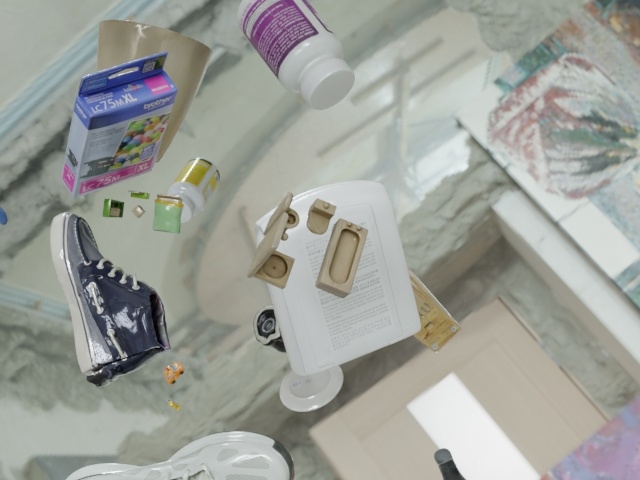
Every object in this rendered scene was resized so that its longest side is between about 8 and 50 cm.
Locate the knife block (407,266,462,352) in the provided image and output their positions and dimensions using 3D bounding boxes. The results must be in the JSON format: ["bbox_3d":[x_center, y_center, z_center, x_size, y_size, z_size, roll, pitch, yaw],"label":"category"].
[{"bbox_3d":[0.198,0.117,2.133,0.276,0.242,0.088,39,-76,-25],"label":"knife block"}]

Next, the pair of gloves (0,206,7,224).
[{"bbox_3d":[-0.762,-0.090,1.879,0.023,0.198,0.159,-66,-9,-49],"label":"pair of gloves"}]

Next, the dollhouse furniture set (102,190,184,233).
[{"bbox_3d":[-0.355,-0.060,1.769,0.058,0.152,0.076,3,-85,-76],"label":"dollhouse furniture set"}]

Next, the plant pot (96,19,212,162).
[{"bbox_3d":[-0.399,-0.322,1.976,0.256,0.256,0.274,14,-92,-66],"label":"plant pot"}]

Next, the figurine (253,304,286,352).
[{"bbox_3d":[-0.002,0.186,1.910,0.215,0.092,0.209,-28,-37,17],"label":"figurine"}]

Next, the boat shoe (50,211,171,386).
[{"bbox_3d":[-0.380,0.085,1.615,0.158,0.340,0.127,-21,-16,9],"label":"boat shoe"}]

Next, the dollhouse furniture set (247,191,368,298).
[{"bbox_3d":[0.000,0.000,1.278,0.123,0.151,0.144,132,159,-60],"label":"dollhouse furniture set"}]

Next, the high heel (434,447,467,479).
[{"bbox_3d":[0.293,0.564,1.744,0.093,0.261,0.186,-19,-54,8],"label":"high heel"}]

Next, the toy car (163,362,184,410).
[{"bbox_3d":[-0.364,0.359,2.199,0.060,0.122,0.040,-36,-42,11],"label":"toy car"}]

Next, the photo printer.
[{"bbox_3d":[0.029,0.055,1.547,0.256,0.307,0.107,-21,18,-15],"label":"photo printer"}]

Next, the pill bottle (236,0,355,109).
[{"bbox_3d":[-0.053,-0.448,2.028,0.169,0.301,0.169,-28,-25,-14],"label":"pill bottle"}]

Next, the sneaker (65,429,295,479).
[{"bbox_3d":[-0.269,0.463,1.493,0.447,0.169,0.257,-13,5,6],"label":"sneaker"}]

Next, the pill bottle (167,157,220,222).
[{"bbox_3d":[-0.339,-0.130,2.303,0.103,0.103,0.184,-57,6,41],"label":"pill bottle"}]

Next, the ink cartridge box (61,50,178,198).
[{"bbox_3d":[-0.378,-0.212,1.655,0.186,0.065,0.311,-25,-21,-34],"label":"ink cartridge box"}]

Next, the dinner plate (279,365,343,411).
[{"bbox_3d":[-0.021,0.296,1.826,0.141,0.141,0.017,-35,-54,-13],"label":"dinner plate"}]
